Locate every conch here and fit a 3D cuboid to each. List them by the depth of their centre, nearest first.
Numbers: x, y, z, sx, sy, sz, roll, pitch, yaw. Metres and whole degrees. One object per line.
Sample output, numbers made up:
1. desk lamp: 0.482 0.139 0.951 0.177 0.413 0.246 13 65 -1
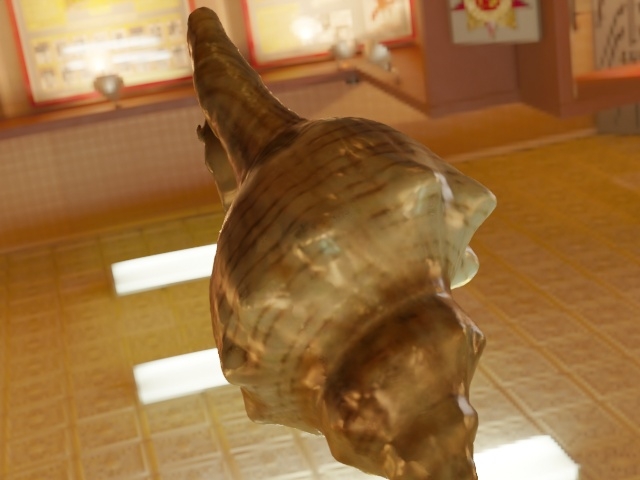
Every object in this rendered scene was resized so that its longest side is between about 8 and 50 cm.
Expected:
1. conch: 0.014 0.001 0.654 0.170 0.203 0.386 -1 -135 -10
